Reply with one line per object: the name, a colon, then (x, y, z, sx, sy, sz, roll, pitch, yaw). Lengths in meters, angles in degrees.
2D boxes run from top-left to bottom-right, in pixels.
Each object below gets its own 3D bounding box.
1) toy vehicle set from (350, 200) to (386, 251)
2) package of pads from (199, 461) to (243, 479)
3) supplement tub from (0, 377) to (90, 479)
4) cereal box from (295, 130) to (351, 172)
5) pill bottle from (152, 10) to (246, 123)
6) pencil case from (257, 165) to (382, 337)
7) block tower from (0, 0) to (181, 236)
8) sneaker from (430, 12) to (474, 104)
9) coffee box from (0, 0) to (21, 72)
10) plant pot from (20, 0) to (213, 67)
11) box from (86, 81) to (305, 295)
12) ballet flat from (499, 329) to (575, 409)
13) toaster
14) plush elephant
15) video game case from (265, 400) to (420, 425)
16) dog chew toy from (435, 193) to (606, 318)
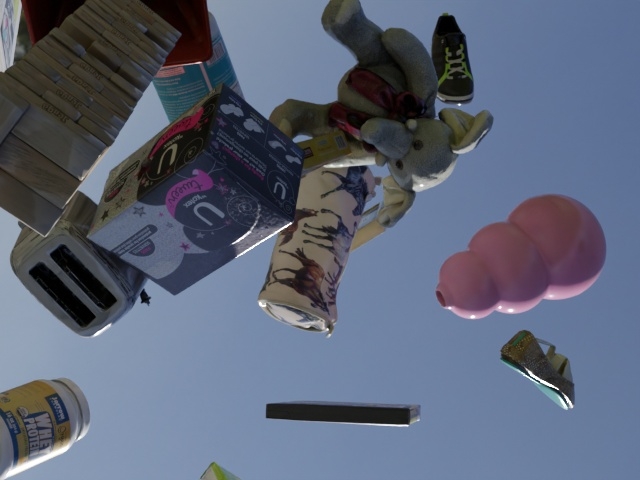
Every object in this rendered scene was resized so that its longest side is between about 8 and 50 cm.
toy vehicle set: (0.080, -0.018, 2.081, 0.166, 0.035, 0.267, -31, -174, 11)
package of pads: (-0.130, 0.571, 1.713, 0.101, 0.229, 0.296, -52, -157, -1)
supplement tub: (-0.529, 0.332, 1.579, 0.144, 0.144, 0.200, -32, 171, 35)
cereal box: (-0.089, -0.102, 1.403, 0.240, 0.047, 0.173, -22, -177, 31)
pill bottle: (-0.218, -0.269, 1.596, 0.146, 0.264, 0.146, -14, -149, 8)
pencil case: (0.000, 0.000, 1.864, 0.160, 0.184, 0.410, 85, 19, -62)
block tower: (-0.206, -0.126, 0.754, 0.091, 0.097, 0.335, -47, -164, 23)
sneaker: (0.263, -0.377, 1.814, 0.084, 0.097, 0.234, -7, -129, 0)
coffee box: (-0.724, -0.493, 1.562, 0.334, 0.338, 0.338, 105, -17, -48)
plant pot: (-0.325, -0.436, 1.380, 0.267, 0.267, 0.235, -9, -140, -8)
box: (-0.166, -0.061, 1.179, 0.247, 0.163, 0.142, -31, -144, 33)
ballet flat: (0.345, 0.194, 1.340, 0.073, 0.206, 0.067, 30, -96, 46)
toaster: (-0.340, 0.042, 1.272, 0.129, 0.227, 0.146, -36, -164, 10)
plush elephant: (0.113, -0.178, 1.405, 0.272, 0.330, 0.255, -54, -145, 20)
video game case: (0.054, 0.343, 1.764, 0.248, 0.275, 0.035, 38, 52, -76)
dog chew toy: (0.369, 0.044, 1.668, 0.332, 0.206, 0.206, -24, -162, -14)
